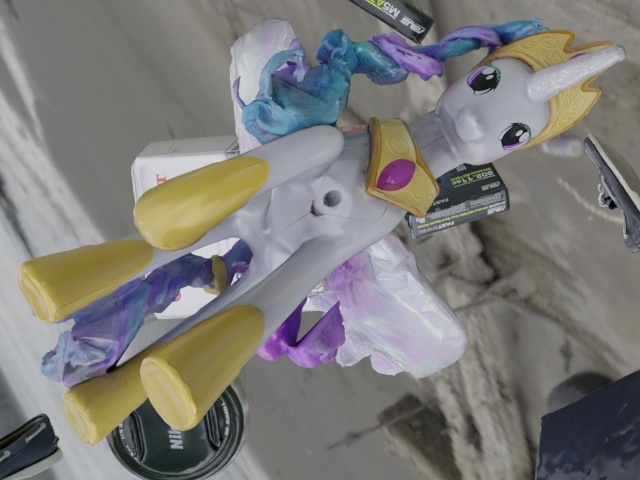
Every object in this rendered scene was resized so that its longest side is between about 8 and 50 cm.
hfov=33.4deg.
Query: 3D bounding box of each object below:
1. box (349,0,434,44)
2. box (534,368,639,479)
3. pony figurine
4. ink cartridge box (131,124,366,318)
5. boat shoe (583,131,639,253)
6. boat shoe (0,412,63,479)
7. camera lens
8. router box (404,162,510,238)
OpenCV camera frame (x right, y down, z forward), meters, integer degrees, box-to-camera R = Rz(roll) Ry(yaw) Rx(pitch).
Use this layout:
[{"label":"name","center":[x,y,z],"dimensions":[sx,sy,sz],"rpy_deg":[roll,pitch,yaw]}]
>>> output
[{"label":"box","center":[0.056,-0.343,1.402],"dimensions":[0.184,0.045,0.190],"rpy_deg":[27,-158,-14]},{"label":"box","center":[0.372,0.221,0.846],"dimensions":[0.296,0.182,0.294],"rpy_deg":[30,139,-18]},{"label":"pony figurine","center":[-0.010,-0.009,0.699],"dimensions":[0.302,0.363,0.351],"rpy_deg":[59,151,-2]},{"label":"ink cartridge box","center":[-0.068,-0.025,1.296],"dimensions":[0.117,0.283,0.207],"rpy_deg":[-79,-15,-73]},{"label":"boat shoe","center":[0.405,-0.068,1.472],"dimensions":[0.065,0.075,0.206],"rpy_deg":[-47,44,26]},{"label":"boat shoe","center":[-0.477,0.317,1.496],"dimensions":[0.095,0.255,0.079],"rpy_deg":[-11,97,47]},{"label":"camera lens","center":[-0.223,0.233,1.648],"dimensions":[0.274,0.219,0.219],"rpy_deg":[-113,0,-73]},{"label":"router box","center":[0.152,-0.058,1.269],"dimensions":[0.092,0.123,0.038],"rpy_deg":[-110,3,-50]}]
